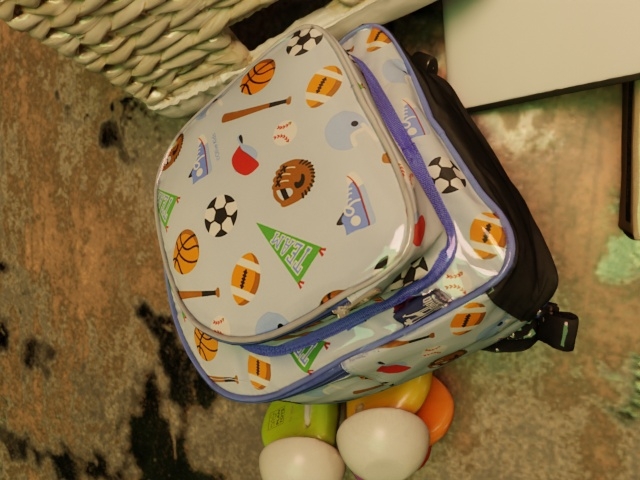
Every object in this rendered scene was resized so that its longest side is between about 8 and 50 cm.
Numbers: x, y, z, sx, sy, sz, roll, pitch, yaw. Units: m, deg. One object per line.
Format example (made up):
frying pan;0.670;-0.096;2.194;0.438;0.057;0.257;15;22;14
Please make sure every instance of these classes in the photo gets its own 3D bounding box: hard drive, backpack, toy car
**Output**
hard drive;0.165;-0.262;0.426;0.203;0.040;0.308;4;100;58
backpack;0.000;0.000;0.447;0.263;0.213;0.277;-39;52;28
toy car;0.036;0.166;0.549;0.181;0.159;0.136;-26;123;22

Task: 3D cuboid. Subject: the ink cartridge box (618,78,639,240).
ink cartridge box;0.340;-0.098;0.410;0.234;0.088;0.194;-1;95;21

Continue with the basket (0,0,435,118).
basket;-0.088;-0.314;0.414;0.328;0.266;0.332;-17;76;26
